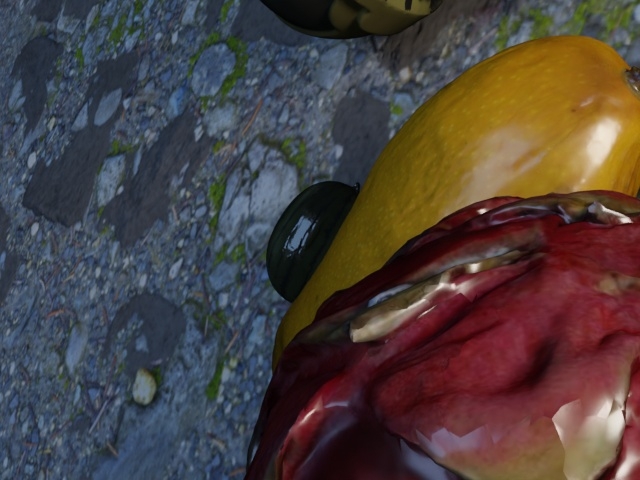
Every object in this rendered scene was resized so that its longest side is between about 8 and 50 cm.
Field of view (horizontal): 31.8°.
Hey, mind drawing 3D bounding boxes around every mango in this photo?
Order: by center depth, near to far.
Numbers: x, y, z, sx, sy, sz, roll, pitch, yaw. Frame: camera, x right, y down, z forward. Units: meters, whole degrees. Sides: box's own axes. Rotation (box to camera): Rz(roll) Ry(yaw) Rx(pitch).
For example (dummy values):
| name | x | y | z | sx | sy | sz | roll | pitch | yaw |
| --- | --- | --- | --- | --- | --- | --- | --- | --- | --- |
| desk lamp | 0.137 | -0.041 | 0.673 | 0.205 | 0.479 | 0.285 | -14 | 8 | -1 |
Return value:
| name | x | y | z | sx | sy | sz | roll | pitch | yaw |
| --- | --- | --- | --- | --- | --- | --- | --- | --- | --- |
| mango | 0.083 | 0.016 | 0.736 | 0.359 | 0.144 | 0.187 | -54 | 26 | 28 |

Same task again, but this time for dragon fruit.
| name | x | y | z | sx | sy | sz | roll | pitch | yaw |
| --- | --- | --- | --- | --- | --- | --- | --- | --- | --- |
| dragon fruit | 0.107 | 0.132 | 0.507 | 0.329 | 0.329 | 0.329 | -28 | 51 | 42 |

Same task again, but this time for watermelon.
| name | x | y | z | sx | sy | sz | roll | pitch | yaw |
| --- | --- | --- | --- | --- | --- | --- | --- | --- | --- |
| watermelon | 0.000 | 0.000 | 0.901 | 0.078 | 0.078 | 0.111 | 31 | 94 | 54 |

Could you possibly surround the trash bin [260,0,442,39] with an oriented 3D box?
| name | x | y | z | sx | sy | sz | roll | pitch | yaw |
| --- | --- | --- | --- | --- | --- | --- | --- | --- | --- |
| trash bin | 0.063 | -0.289 | 0.861 | 0.334 | 0.214 | 0.214 | -30 | 50 | 35 |
